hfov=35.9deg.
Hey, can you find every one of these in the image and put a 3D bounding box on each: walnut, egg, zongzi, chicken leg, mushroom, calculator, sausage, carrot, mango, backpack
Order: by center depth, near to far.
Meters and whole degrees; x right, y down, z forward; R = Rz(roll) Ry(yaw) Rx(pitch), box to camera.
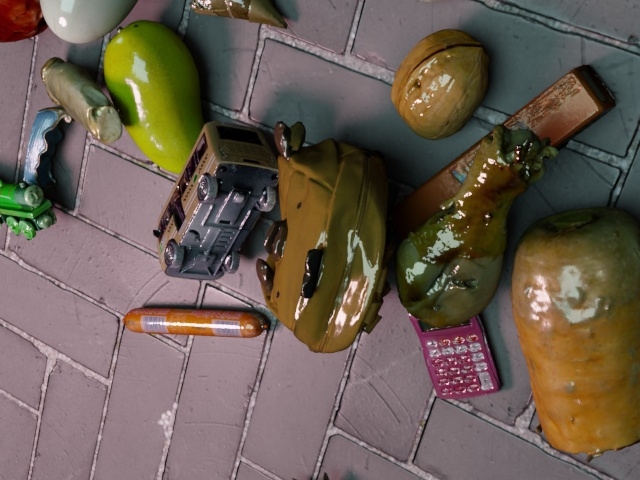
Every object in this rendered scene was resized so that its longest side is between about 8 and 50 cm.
[{"bbox_3d":[0.225,-0.016,1.462,0.429,0.202,0.152,113,147,-46],"label":"chicken leg"},{"bbox_3d":[0.405,0.128,1.473,0.224,0.224,0.340,-7,103,30],"label":"carrot"},{"bbox_3d":[0.188,-0.247,1.541,0.144,0.144,0.180,47,128,10],"label":"walnut"},{"bbox_3d":[0.006,-0.001,1.580,0.201,0.378,0.353,7,102,-11],"label":"backpack"},{"bbox_3d":[0.230,0.180,1.692,0.127,0.034,0.190,-13,103,30],"label":"calculator"},{"bbox_3d":[-0.130,-0.456,1.694,0.176,0.078,0.160,13,109,15],"label":"zongzi"},{"bbox_3d":[-0.403,-0.471,1.749,0.183,0.183,0.264,7,72,27],"label":"egg"},{"bbox_3d":[-0.291,-0.256,1.799,0.175,0.143,0.293,-12,108,29],"label":"mango"},{"bbox_3d":[-0.443,-0.266,1.839,0.312,0.081,0.100,38,158,51],"label":"mushroom"},{"bbox_3d":[-0.592,-0.507,1.862,0.269,0.222,0.243,-6,68,37],"label":"walnut"},{"bbox_3d":[-0.252,0.160,1.934,0.348,0.053,0.053,-1,103,28],"label":"sausage"}]

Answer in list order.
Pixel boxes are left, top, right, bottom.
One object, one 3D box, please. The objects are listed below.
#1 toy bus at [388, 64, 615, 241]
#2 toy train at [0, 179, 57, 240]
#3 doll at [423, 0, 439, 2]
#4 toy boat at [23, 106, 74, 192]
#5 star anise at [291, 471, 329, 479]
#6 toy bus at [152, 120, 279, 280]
[{"bbox_3d":[0.270,-0.120,1.553,0.409,0.092,0.093,-39,83,30],"label":"toy bus"},{"bbox_3d":[-0.648,-0.077,2.042,0.251,0.085,0.119,7,125,36],"label":"toy train"},{"bbox_3d":[0.181,-0.422,1.531,0.214,0.071,0.103,8,108,23],"label":"doll"},{"bbox_3d":[-0.541,-0.187,1.987,0.077,0.075,0.185,20,115,4],"label":"toy boat"},{"bbox_3d":[-0.004,0.543,1.889,0.263,0.081,0.230,8,118,24],"label":"star anise"},{"bbox_3d":[-0.192,-0.065,1.765,0.289,0.140,0.157,-59,39,36],"label":"toy bus"}]
